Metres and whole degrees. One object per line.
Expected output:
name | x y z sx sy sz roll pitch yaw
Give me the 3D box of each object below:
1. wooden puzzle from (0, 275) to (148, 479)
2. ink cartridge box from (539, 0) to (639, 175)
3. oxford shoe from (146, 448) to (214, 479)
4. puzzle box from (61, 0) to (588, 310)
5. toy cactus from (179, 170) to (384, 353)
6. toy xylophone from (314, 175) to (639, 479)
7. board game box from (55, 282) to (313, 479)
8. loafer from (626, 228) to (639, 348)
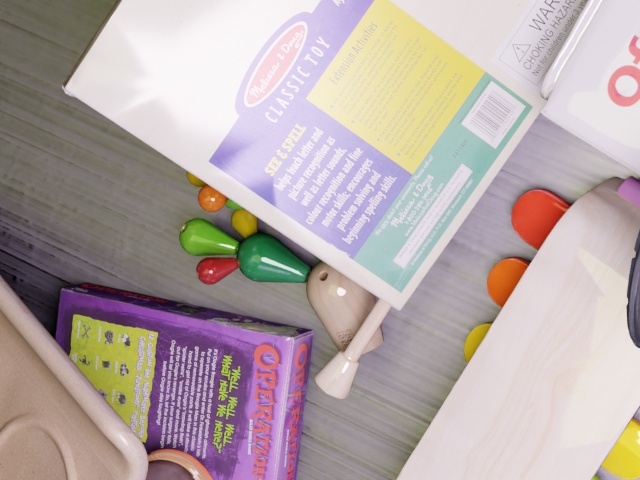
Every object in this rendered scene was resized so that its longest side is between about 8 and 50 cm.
wooden puzzle | -0.267 0.197 1.285 0.322 0.080 0.347 43 118 38
ink cartridge box | 0.375 -0.103 0.993 0.385 0.160 0.279 34 107 15
oxford shoe | -0.112 0.295 1.219 0.097 0.098 0.271 -4 94 23
puzzle box | 0.054 -0.192 1.054 0.272 0.052 0.409 34 93 -16
toy cactus | 0.000 0.000 1.199 0.219 0.112 0.180 -21 97 14
toy xylophone | 0.144 0.091 1.149 0.236 0.081 0.322 44 110 16
board game box | -0.127 0.221 1.295 0.208 0.056 0.346 12 100 25
loafer | 0.240 -0.032 0.926 0.078 0.076 0.223 26 102 27
